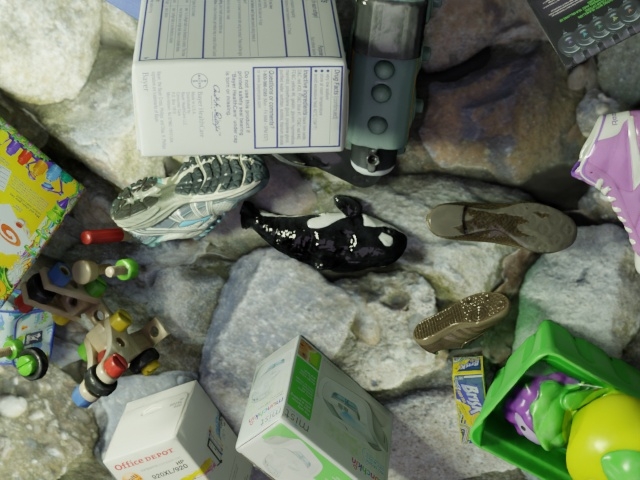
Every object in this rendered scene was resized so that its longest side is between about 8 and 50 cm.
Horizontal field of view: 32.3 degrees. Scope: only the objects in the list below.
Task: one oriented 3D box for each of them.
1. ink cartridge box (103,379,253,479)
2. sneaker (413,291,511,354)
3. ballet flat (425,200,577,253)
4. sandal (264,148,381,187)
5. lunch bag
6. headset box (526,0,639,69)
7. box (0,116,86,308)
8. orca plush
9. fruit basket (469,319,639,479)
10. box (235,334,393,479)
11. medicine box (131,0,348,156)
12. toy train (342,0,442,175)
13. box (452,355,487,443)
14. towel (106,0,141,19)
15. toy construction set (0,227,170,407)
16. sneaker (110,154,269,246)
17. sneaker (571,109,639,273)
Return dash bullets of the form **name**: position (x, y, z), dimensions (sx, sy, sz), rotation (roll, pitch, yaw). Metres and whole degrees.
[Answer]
- **ink cartridge box**: position (-0.268, 0.422, 2.123), dimensions (0.171, 0.168, 0.233), rotation (-22, 117, 21)
- **sneaker**: position (0.258, 0.148, 1.950), dimensions (0.188, 0.066, 0.071), rotation (-21, 135, 26)
- **ballet flat**: position (0.298, -0.024, 1.832), dimensions (0.249, 0.058, 0.084), rotation (3, 88, -1)
- **sandal**: position (-0.017, -0.153, 1.783), dimensions (0.254, 0.054, 0.097), rotation (18, 123, -4)
- **lunch bag**: position (-0.567, 0.161, 2.043), dimensions (0.151, 0.096, 0.129), rotation (6, 122, -14)
- **headset box**: position (0.319, -0.398, 1.465), dimensions (0.131, 0.246, 0.283), rotation (-26, 115, 23)
- **box**: position (-0.588, -0.053, 1.766), dimensions (0.290, 0.279, 0.177), rotation (42, 139, -18)
- **orca plush**: position (0.000, 0.000, 1.852), dimensions (0.287, 0.102, 0.151), rotation (22, 123, -7)
- **fruit basket**: position (0.469, 0.342, 1.860), dimensions (0.392, 0.392, 0.283), rotation (29, 122, -11)
- **box**: position (-0.006, 0.348, 2.004), dimensions (0.262, 0.231, 0.126), rotation (42, 119, -18)
- **medicine box**: position (-0.114, -0.251, 1.579), dimensions (0.289, 0.263, 0.149), rotation (-1, 127, -4)
- **toy train**: position (0.092, -0.259, 1.619), dimensions (0.142, 0.190, 0.334), rotation (9, 123, 2)
- **box**: position (0.279, 0.294, 2.037), dimensions (0.059, 0.054, 0.169), rotation (-5, 121, 10)
- **towel**: position (-0.234, -0.478, 1.618), dimensions (0.243, 0.040, 0.336), rotation (29, 120, -10)
- **toy construction set**: position (-0.375, 0.121, 1.959), dimensions (0.257, 0.237, 0.309), rotation (30, 108, 23)
- **sneaker**: position (-0.203, -0.067, 1.853), dimensions (0.283, 0.110, 0.122), rotation (-16, 137, 20)
- **sneaker**: position (0.478, -0.073, 1.753), dimensions (0.161, 0.102, 0.282), rotation (0, 112, 11)
